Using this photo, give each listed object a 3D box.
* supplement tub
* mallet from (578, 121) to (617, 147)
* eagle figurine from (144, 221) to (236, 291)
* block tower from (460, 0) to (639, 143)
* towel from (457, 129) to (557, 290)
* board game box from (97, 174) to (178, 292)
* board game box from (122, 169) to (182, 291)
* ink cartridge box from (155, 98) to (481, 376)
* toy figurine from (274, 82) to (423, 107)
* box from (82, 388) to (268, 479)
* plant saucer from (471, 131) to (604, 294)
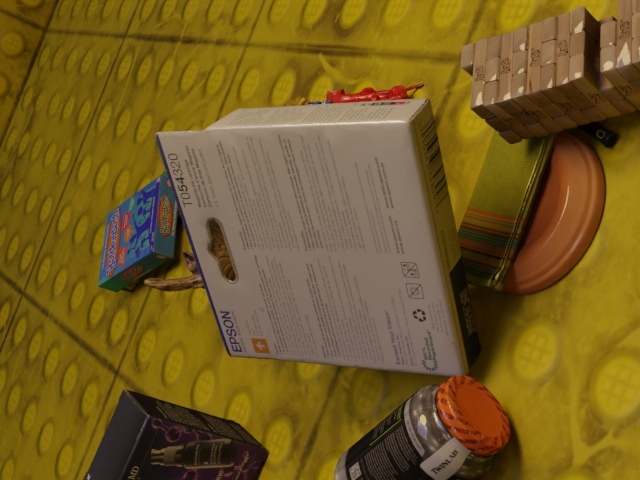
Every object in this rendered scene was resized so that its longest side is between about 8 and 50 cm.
[{"bbox_3d":[0.113,0.238,1.201,0.190,0.117,0.117,-46,38,32],"label":"supplement tub"},{"bbox_3d":[0.277,-0.149,1.269,0.062,0.039,0.189,-55,39,21],"label":"mallet"},{"bbox_3d":[-0.089,0.049,1.537,0.226,0.225,0.298,-35,6,-23],"label":"eagle figurine"},{"bbox_3d":[0.311,-0.191,1.126,0.336,0.091,0.097,-12,61,38],"label":"block tower"},{"bbox_3d":[0.210,-0.061,1.255,0.102,0.021,0.237,15,83,57],"label":"towel"},{"bbox_3d":[-0.342,-0.010,2.036,0.210,0.047,0.160,-29,50,45],"label":"board game box"},{"bbox_3d":[-0.321,-0.035,2.091,0.259,0.030,0.136,-51,34,25],"label":"board game box"},{"bbox_3d":[0.000,0.000,1.258,0.330,0.324,0.071,2,31,30],"label":"ink cartridge box"},{"bbox_3d":[0.029,-0.075,1.443,0.191,0.362,0.217,-4,105,17],"label":"toy figurine"},{"bbox_3d":[-0.206,0.321,1.538,0.108,0.207,0.153,26,94,58],"label":"box"},{"bbox_3d":[0.239,-0.037,1.253,0.200,0.037,0.199,-33,47,43],"label":"plant saucer"}]
